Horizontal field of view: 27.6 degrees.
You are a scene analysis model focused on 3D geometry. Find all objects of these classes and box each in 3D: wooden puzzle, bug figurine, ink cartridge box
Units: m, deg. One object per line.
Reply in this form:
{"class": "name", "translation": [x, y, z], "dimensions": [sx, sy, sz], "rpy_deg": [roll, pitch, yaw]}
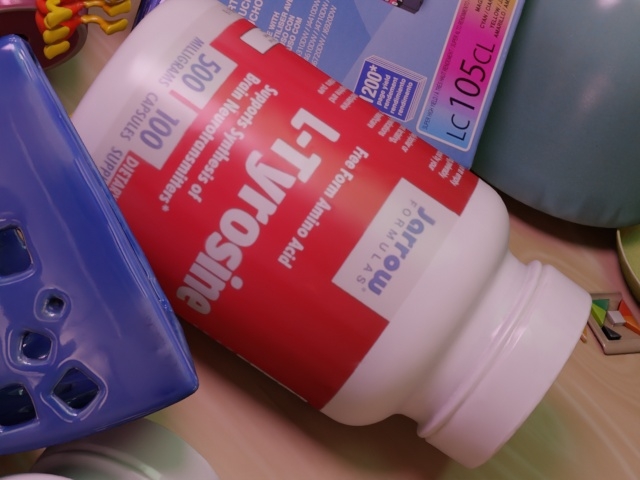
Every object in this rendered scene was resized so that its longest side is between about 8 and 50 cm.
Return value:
{"class": "wooden puzzle", "translation": [0.297, 0.081, 1.320], "dimensions": [0.116, 0.014, 0.078], "rpy_deg": [-7, 56, -37]}
{"class": "bug figurine", "translation": [-0.276, -0.123, 1.002], "dimensions": [0.072, 0.216, 0.279], "rpy_deg": [34, 40, 23]}
{"class": "ink cartridge box", "translation": [-0.015, -0.250, 1.243], "dimensions": [0.395, 0.151, 0.270], "rpy_deg": [20, 83, -14]}

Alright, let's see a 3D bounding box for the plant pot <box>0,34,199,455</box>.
{"class": "plant pot", "translation": [-0.226, 0.022, 0.824], "dimensions": [0.212, 0.236, 0.236], "rpy_deg": [-29, 100, -6]}

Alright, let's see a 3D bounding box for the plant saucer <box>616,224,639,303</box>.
{"class": "plant saucer", "translation": [0.413, 0.048, 1.400], "dimensions": [0.241, 0.037, 0.241], "rpy_deg": [18, 41, -17]}

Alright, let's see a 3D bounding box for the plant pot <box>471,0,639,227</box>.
{"class": "plant pot", "translation": [0.292, -0.196, 1.380], "dimensions": [0.293, 0.235, 0.293], "rpy_deg": [16, 38, -13]}

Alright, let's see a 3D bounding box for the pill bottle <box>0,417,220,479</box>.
{"class": "pill bottle", "translation": [-0.175, 0.248, 0.745], "dimensions": [0.176, 0.176, 0.318], "rpy_deg": [34, 42, 0]}

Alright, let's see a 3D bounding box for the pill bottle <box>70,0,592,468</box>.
{"class": "pill bottle", "translation": [0.000, 0.000, 1.047], "dimensions": [0.408, 0.229, 0.229], "rpy_deg": [34, 42, 1]}

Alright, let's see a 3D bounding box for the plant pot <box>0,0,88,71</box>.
{"class": "plant pot", "translation": [-0.284, -0.251, 1.146], "dimensions": [0.201, 0.201, 0.180], "rpy_deg": [-2, 68, -33]}
